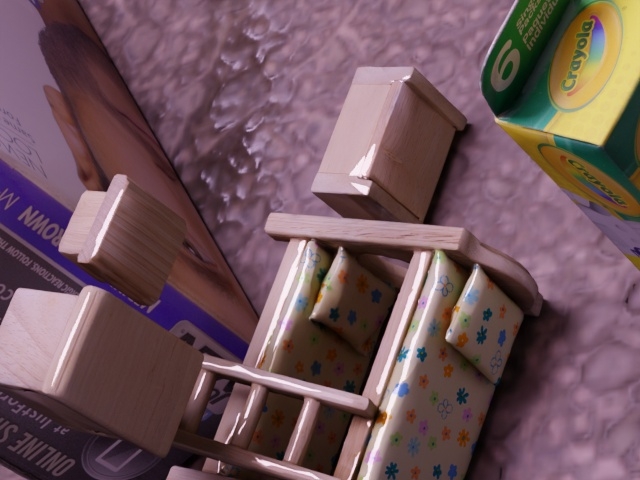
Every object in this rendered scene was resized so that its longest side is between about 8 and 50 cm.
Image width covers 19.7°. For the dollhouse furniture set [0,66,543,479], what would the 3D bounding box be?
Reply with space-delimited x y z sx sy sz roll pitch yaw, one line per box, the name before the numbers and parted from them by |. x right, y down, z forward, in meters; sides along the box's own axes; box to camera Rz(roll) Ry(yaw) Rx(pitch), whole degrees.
dollhouse furniture set | 0.000 0.000 0.628 0.101 0.161 0.182 5 68 41

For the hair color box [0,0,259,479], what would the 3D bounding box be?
hair color box | -0.160 -0.059 0.778 0.110 0.185 0.339 -40 46 10

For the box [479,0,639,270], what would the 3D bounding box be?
box | 0.119 -0.044 0.548 0.043 0.179 0.105 18 76 44
